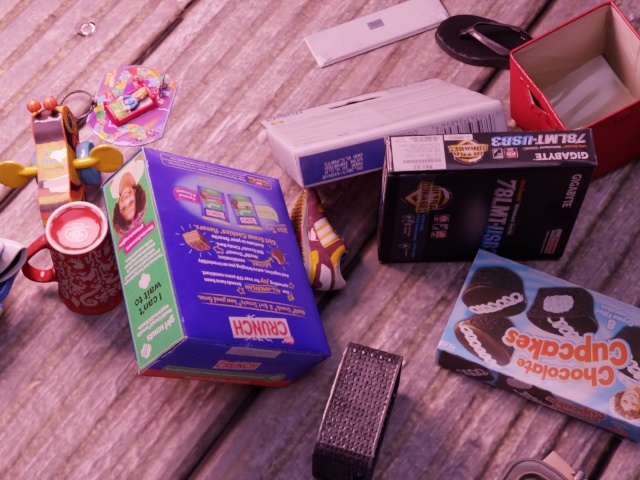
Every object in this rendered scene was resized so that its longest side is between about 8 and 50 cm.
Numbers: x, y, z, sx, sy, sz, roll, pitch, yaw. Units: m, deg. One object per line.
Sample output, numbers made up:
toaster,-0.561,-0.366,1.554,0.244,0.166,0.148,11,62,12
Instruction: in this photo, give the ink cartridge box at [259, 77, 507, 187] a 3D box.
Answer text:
ink cartridge box,0.088,-0.175,1.992,0.324,0.330,0.071,-15,105,-8

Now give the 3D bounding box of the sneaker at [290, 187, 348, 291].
sneaker,0.000,0.000,1.973,0.084,0.069,0.185,12,55,-18

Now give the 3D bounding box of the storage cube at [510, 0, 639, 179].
storage cube,0.428,-0.225,2.011,0.215,0.193,0.184,-27,63,-6

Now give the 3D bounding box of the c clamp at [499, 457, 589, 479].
c clamp,0.291,0.354,1.663,0.137,0.022,0.160,35,64,24

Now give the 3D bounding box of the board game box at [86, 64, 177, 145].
board game box,-0.319,-0.238,2.123,0.133,0.033,0.169,10,60,5

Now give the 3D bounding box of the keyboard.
keyboard,0.101,-0.372,2.216,0.256,0.014,0.072,-21,57,-12

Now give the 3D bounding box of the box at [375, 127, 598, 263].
box,0.235,-0.059,1.867,0.293,0.295,0.073,0,63,-1

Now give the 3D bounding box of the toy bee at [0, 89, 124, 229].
toy bee,-0.426,-0.143,1.990,0.195,0.162,0.298,-28,61,-4

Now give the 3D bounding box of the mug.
mug,-0.367,0.032,1.886,0.150,0.169,0.113,-25,63,-14

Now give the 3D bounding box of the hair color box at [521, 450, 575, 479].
hair color box,0.254,0.463,1.672,0.339,0.110,0.185,-37,65,-21

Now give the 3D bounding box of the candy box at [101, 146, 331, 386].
candy box,-0.154,0.045,1.833,0.268,0.122,0.317,12,49,-41

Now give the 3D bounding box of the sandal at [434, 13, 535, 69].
sandal,0.323,-0.338,2.170,0.254,0.054,0.097,18,61,10

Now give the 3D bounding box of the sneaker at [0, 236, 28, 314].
sneaker,-0.539,-0.012,1.911,0.236,0.130,0.323,-3,67,15

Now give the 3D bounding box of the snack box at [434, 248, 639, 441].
snack box,0.353,0.153,1.879,0.322,0.060,0.187,21,62,11

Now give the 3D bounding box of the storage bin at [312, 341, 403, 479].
storage bin,0.053,0.250,1.786,0.084,0.122,0.180,16,61,8
